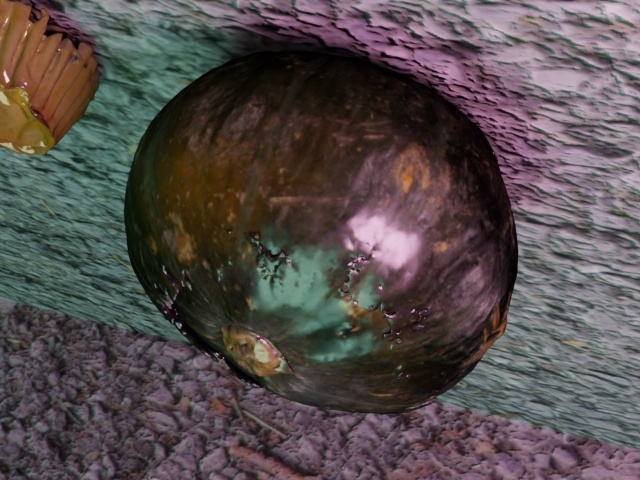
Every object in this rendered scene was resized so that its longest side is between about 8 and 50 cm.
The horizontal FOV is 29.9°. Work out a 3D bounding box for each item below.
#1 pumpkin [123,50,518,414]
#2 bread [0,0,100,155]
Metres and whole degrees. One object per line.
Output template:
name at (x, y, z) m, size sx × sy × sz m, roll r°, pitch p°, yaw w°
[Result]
pumpkin at (0.000, 0.000, 1.321) m, size 0.454 × 0.344 × 0.454 m, roll 17°, pitch 152°, yaw 9°
bread at (-0.421, -0.216, 1.512) m, size 0.274 × 0.149 × 0.274 m, roll 15°, pitch 152°, yaw 8°
